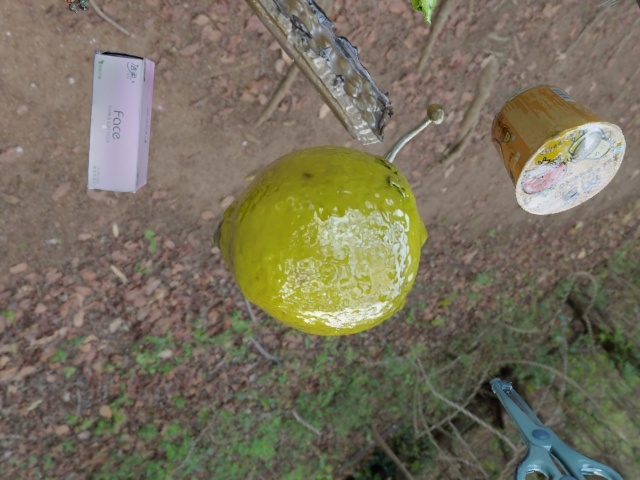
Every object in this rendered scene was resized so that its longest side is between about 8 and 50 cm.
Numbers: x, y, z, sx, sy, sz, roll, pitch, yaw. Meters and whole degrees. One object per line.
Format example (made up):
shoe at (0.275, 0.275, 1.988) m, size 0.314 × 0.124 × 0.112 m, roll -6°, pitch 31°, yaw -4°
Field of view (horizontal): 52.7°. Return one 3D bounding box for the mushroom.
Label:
mushroom at (0.167, -0.165, 1.379) m, size 0.043 × 0.068 × 0.306 m, roll 3°, pitch 131°, yaw -40°

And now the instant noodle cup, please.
instant noodle cup at (0.433, -0.181, 1.222) m, size 0.216 × 0.172 × 0.215 m, roll -11°, pitch 137°, yaw -10°

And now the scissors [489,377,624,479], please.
scissors at (0.391, 0.364, 1.159) m, size 0.180 × 0.393 × 0.032 m, roll -2°, pitch 111°, yaw -8°

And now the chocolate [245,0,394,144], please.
chocolate at (-0.030, -0.240, 0.728) m, size 0.065 × 0.102 × 0.329 m, roll -30°, pitch 120°, yaw 26°

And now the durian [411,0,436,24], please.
durian at (0.217, -0.600, 1.416) m, size 0.101 × 0.250 × 0.139 m, roll -20°, pitch 144°, yaw 22°

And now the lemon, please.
lemon at (0.000, 0.000, 1.159) m, size 0.388 × 0.349 × 0.349 m, roll 0°, pitch 140°, yaw -3°

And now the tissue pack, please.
tissue pack at (-0.373, -0.224, 1.219) m, size 0.093 × 0.148 × 0.246 m, roll 5°, pitch 102°, yaw -8°

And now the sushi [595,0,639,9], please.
sushi at (0.519, -0.357, 0.893) m, size 0.231 × 0.047 × 0.220 m, roll -20°, pitch -174°, yaw 35°

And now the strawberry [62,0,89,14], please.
strawberry at (-0.435, -0.501, 1.130) m, size 0.192 × 0.140 × 0.085 m, roll -53°, pitch 167°, yaw 29°
